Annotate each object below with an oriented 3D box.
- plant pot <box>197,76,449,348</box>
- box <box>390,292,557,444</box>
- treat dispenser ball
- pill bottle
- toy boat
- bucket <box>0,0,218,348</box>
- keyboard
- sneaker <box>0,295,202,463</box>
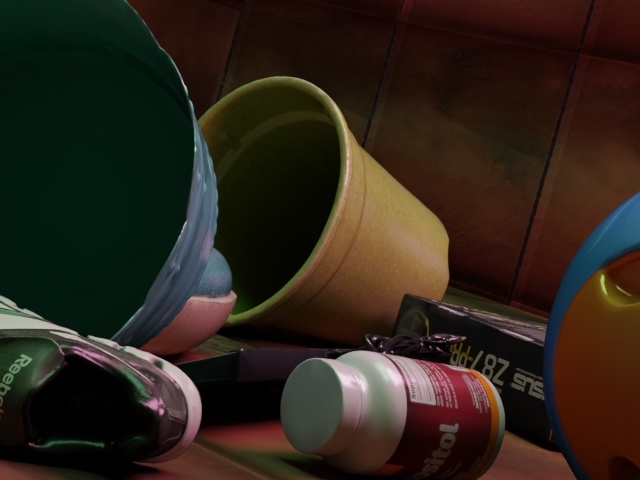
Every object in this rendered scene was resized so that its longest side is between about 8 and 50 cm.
[{"bbox_3d":[0.000,0.000,1.916,0.276,0.276,0.254,19,-7,46],"label":"plant pot"},{"bbox_3d":[0.311,0.158,1.824,0.395,0.097,0.318,13,5,-30],"label":"box"},{"bbox_3d":[0.296,0.087,1.212,0.288,0.288,0.288,15,3,-1],"label":"treat dispenser ball"},{"bbox_3d":[0.049,0.123,1.230,0.152,0.086,0.086,12,4,-40],"label":"pill bottle"},{"bbox_3d":[-0.226,-0.002,1.527,0.318,0.148,0.267,16,3,5],"label":"toy boat"},{"bbox_3d":[-0.200,-0.033,1.181,0.281,0.281,0.183,16,-6,7],"label":"bucket"},{"bbox_3d":[-0.009,0.100,1.350,0.201,0.033,0.317,-13,-8,22],"label":"keyboard"},{"bbox_3d":[-0.183,0.075,1.015,0.234,0.078,0.106,17,1,0],"label":"sneaker"}]
